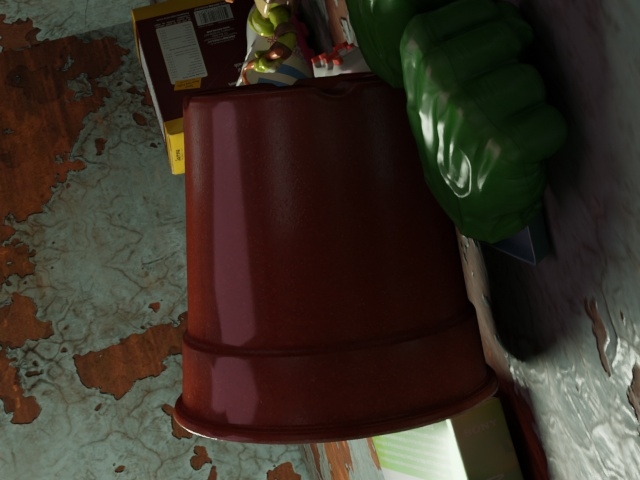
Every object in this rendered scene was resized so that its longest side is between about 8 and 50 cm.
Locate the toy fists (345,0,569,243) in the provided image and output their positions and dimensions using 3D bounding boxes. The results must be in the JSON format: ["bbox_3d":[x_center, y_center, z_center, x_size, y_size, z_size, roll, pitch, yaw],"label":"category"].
[{"bbox_3d":[0.085,-0.139,0.960,0.142,0.096,0.279,70,178,-58],"label":"toy fists"}]

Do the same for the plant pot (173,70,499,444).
[{"bbox_3d":[0.000,0.000,1.146,0.272,0.272,0.265,-147,51,-77],"label":"plant pot"}]

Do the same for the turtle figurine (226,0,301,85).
[{"bbox_3d":[-0.049,-0.288,1.566,0.217,0.087,0.269,102,161,-56],"label":"turtle figurine"}]

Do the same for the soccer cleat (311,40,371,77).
[{"bbox_3d":[0.038,-0.155,1.348,0.076,0.068,0.196,62,175,-9],"label":"soccer cleat"}]

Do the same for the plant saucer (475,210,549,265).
[{"bbox_3d":[0.135,-0.027,1.076,0.192,0.018,0.067,-143,39,-78],"label":"plant saucer"}]

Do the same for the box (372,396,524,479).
[{"bbox_3d":[0.144,0.298,1.311,0.322,0.058,0.232,72,162,-3],"label":"box"}]

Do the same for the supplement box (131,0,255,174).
[{"bbox_3d":[-0.135,-0.220,1.876,0.129,0.191,0.194,98,156,-69],"label":"supplement box"}]

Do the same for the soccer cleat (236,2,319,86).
[{"bbox_3d":[-0.062,-0.173,1.655,0.116,0.143,0.331,84,167,-48],"label":"soccer cleat"}]
